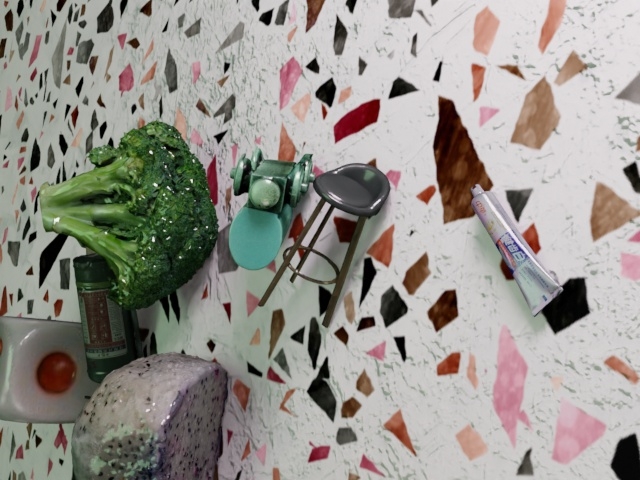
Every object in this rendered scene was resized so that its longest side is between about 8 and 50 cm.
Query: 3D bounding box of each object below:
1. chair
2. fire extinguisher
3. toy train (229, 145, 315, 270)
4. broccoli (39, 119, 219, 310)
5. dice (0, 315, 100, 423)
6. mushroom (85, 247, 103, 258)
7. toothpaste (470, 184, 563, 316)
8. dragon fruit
[{"bbox_3d":[0.001,0.000,1.246,0.104,0.095,0.221,47,120,37],"label":"chair"},{"bbox_3d":[-0.368,0.171,1.682,0.093,0.118,0.294,-59,-36,-79],"label":"fire extinguisher"},{"bbox_3d":[-0.070,-0.043,1.288,0.248,0.101,0.159,-74,-4,-79],"label":"toy train"},{"bbox_3d":[-0.298,-0.038,1.532,0.308,0.275,0.308,-178,90,-84],"label":"broccoli"},{"bbox_3d":[-0.535,0.245,1.833,0.192,0.194,0.193,-3,81,52],"label":"dice"},{"bbox_3d":[-0.380,-0.015,1.751,0.108,0.096,0.247,-129,49,-89],"label":"mushroom"},{"bbox_3d":[0.203,0.003,1.031,0.045,0.028,0.170,-47,49,28],"label":"toothpaste"},{"bbox_3d":[-0.271,0.304,1.399,0.204,0.221,0.283,4,87,17],"label":"dragon fruit"}]
